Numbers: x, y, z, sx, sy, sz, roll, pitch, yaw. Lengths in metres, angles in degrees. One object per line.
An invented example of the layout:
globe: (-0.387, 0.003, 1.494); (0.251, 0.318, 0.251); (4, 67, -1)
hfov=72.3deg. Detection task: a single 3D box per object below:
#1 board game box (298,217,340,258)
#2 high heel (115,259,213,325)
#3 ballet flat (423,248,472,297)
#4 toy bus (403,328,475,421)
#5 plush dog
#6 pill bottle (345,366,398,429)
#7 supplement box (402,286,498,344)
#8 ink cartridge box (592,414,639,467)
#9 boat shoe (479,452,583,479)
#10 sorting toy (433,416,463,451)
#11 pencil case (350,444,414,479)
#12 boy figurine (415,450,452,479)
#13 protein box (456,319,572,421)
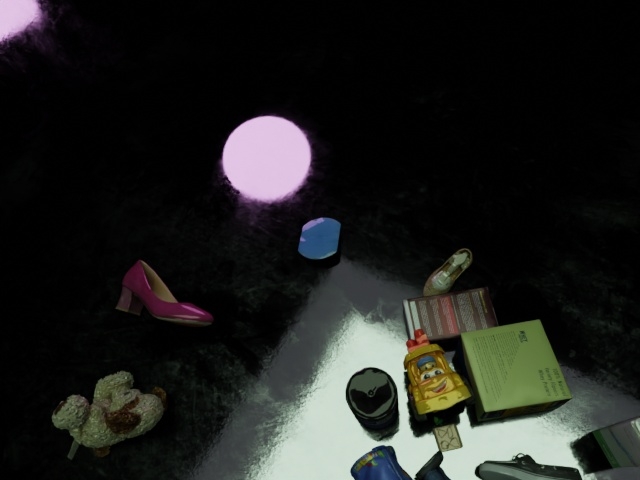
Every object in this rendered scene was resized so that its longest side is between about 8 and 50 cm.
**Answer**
board game box: (0.000, 0.000, 1.469); (0.133, 0.033, 0.168); (-1, 54, 16)
high heel: (-0.488, 0.165, 1.401); (0.378, 0.127, 0.181); (8, 72, 19)
ballet flat: (0.383, 0.096, 1.315); (0.073, 0.067, 0.206); (37, 73, 22)
toy bus: (0.272, 0.324, 1.093); (0.150, 0.220, 0.211); (-20, 69, 5)
plush dog: (-0.545, 0.484, 1.199); (0.226, 0.262, 0.210); (-13, 91, 14)
pill bottle: (0.134, 0.402, 1.093); (0.123, 0.219, 0.122); (-5, 59, 8)
supplement box: (0.363, 0.218, 1.239); (0.240, 0.073, 0.130); (-9, 65, 6)
ink cartridge box: (0.733, 0.431, 0.964); (0.155, 0.212, 0.093); (-17, 58, 0)
boat shoe: (0.494, 0.543, 1.030); (0.229, 0.080, 0.076); (3, 39, 17)
sorting toy: (0.322, 0.493, 1.124); (0.062, 0.012, 0.083); (-16, 61, 7)
pencil case: (0.193, 0.589, 0.943); (0.306, 0.120, 0.133); (45, 120, 42)
boy figurine: (0.334, 0.606, 0.955); (0.092, 0.177, 0.285); (-44, 56, -5)
protein box: (0.479, 0.333, 1.117); (0.201, 0.136, 0.199); (-11, 58, 5)
